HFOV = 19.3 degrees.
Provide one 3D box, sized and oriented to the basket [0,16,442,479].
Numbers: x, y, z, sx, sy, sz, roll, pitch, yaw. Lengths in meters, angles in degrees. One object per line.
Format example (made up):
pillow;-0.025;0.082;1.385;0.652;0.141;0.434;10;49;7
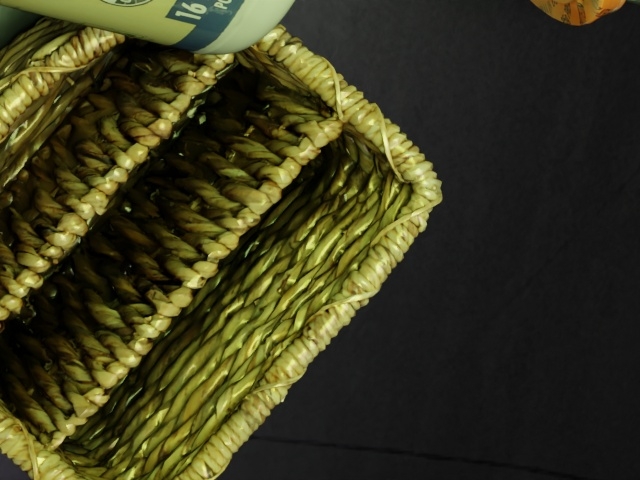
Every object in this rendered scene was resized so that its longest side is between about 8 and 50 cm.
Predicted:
basket;-0.117;-0.011;1.135;0.299;0.223;0.213;-48;119;-5

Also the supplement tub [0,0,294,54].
supplement tub;-0.159;-0.236;0.972;0.316;0.228;0.228;11;100;-21

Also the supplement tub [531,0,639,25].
supplement tub;0.263;-0.284;1.251;0.316;0.193;0.194;-32;117;-15
